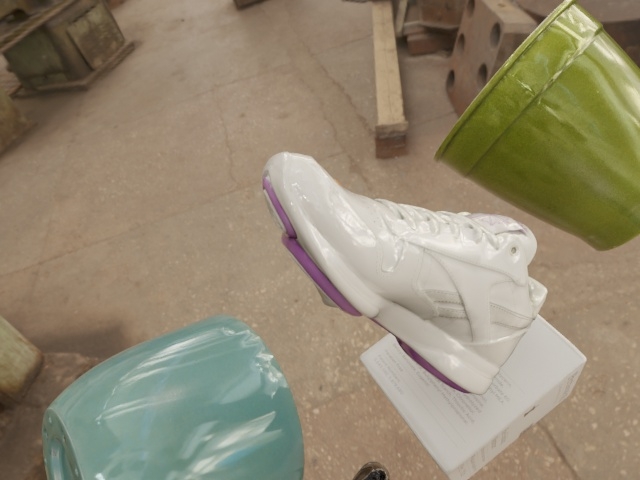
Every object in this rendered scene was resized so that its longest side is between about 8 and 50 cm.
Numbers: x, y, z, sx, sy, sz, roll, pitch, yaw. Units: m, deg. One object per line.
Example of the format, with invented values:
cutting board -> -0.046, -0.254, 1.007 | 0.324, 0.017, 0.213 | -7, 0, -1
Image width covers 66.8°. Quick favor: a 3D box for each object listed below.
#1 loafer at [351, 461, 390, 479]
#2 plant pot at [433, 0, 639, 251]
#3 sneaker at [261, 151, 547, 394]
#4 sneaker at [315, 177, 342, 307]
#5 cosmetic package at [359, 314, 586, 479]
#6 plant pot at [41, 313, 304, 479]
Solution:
loafer -> 0.049, 0.483, 0.853 | 0.080, 0.078, 0.220 | 30, 60, 16
plant pot -> 0.468, -0.179, 0.897 | 0.353, 0.366, 0.366 | 42, 65, 9
sneaker -> 0.082, 0.009, 0.403 | 0.152, 0.305, 0.114 | -49, 34, 5
sneaker -> 0.000, 0.000, 0.830 | 0.100, 0.121, 0.262 | -3, 47, -8
cosmetic package -> 0.174, 0.159, 0.569 | 0.184, 0.151, 0.151 | -37, 55, -4
plant pot -> -0.204, 0.262, 0.621 | 0.235, 0.292, 0.293 | -9, 30, -43
